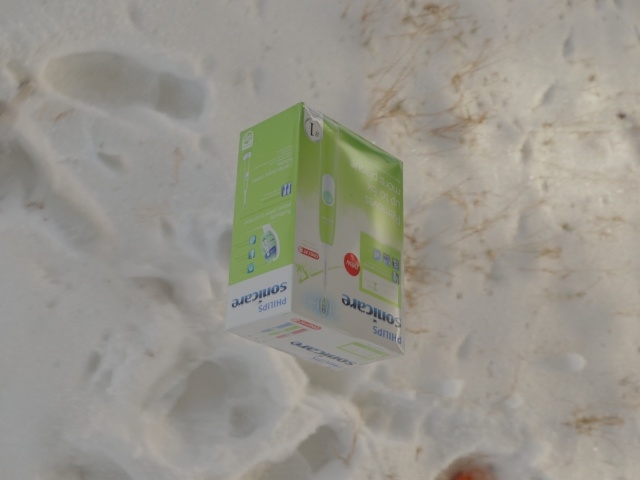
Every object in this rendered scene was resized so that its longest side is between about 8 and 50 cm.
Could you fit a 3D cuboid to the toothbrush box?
[{"bbox_3d":[0.000,0.000,1.231,0.206,0.122,0.283,26,57,-40],"label":"toothbrush box"}]
